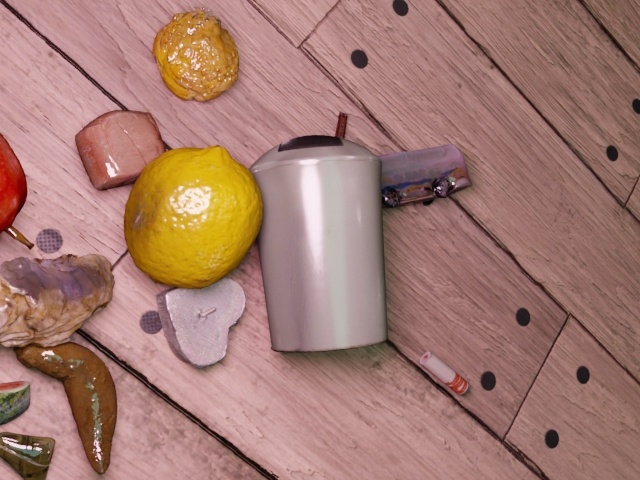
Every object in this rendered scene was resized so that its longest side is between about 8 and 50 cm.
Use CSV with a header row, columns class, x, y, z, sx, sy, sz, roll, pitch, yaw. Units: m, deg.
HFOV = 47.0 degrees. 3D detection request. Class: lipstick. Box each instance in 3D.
class,x,y,z,sx,sy,sz,roll,pitch,yaw
lipstick,0.293,0.314,1.739,0.131,0.038,0.038,40,67,-16
lipstick,0.040,-0.214,1.698,0.027,0.027,0.176,17,74,-24

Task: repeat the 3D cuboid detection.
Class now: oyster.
class,x,y,z,sx,sy,sz,roll,pitch,yaw
oyster,-0.481,0.095,1.273,0.341,0.110,0.166,0,62,-52

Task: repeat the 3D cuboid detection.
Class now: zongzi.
class,x,y,z,sx,sy,sz,roll,pitch,yaw
zongzi,-0.535,0.400,1.303,0.104,0.052,0.113,14,89,-17

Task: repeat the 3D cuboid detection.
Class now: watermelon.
class,x,y,z,sx,sy,sz,roll,pitch,yaw
watermelon,-0.559,0.286,1.306,0.085,0.072,0.092,10,116,-37

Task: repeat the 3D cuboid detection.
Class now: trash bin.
class,x,y,z,sx,sy,sz,roll,pitch,yaw
trash bin,0.000,0.000,1.507,0.281,0.280,0.431,-4,87,-28

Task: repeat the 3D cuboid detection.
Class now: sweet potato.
class,x,y,z,sx,sy,sz,roll,pitch,yaw
sweet potato,-0.441,0.263,1.338,0.124,0.098,0.310,-35,96,-41

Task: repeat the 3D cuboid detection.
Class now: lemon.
class,x,y,z,sx,sy,sz,roll,pitch,yaw
lemon,-0.243,-0.036,1.388,0.254,0.253,0.310,22,110,-23

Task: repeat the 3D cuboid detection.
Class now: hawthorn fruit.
class,x,y,z,sx,sy,sz,roll,pitch,yaw
hawthorn fruit,-0.593,-0.076,1.241,0.266,0.210,0.230,41,32,-13

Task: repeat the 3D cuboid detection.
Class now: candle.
class,x,y,z,sx,sy,sz,roll,pitch,yaw
candle,-0.248,0.148,1.471,0.169,0.068,0.192,34,67,-22

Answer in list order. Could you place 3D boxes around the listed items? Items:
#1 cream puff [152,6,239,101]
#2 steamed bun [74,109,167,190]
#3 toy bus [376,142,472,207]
class,x,y,z,sx,sy,sz,roll,pitch,yaw
cream puff,-0.249,-0.386,1.517,0.189,0.129,0.188,4,82,-30
steamed bun,-0.388,-0.177,1.433,0.175,0.106,0.144,-25,89,-41
toy bus,0.197,-0.143,1.722,0.317,0.112,0.137,-11,83,-29
